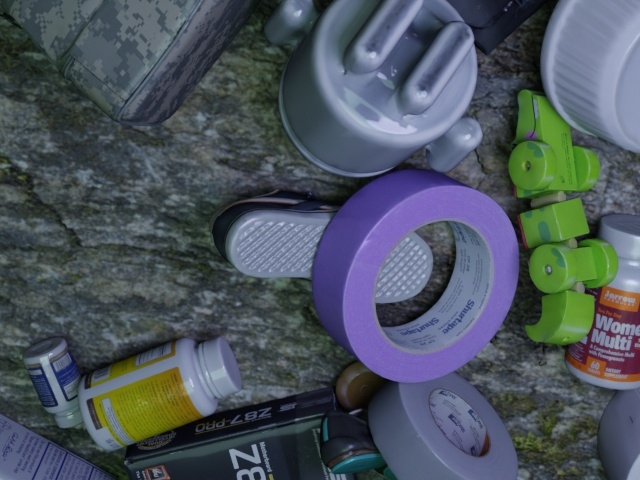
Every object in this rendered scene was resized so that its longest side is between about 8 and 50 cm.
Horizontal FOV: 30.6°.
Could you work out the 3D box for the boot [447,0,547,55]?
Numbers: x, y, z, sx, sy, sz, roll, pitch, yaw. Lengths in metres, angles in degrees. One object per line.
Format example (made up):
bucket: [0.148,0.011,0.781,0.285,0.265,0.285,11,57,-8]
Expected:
boot: [0.272,-0.455,1.346,0.445,0.146,0.367,-35,138,14]

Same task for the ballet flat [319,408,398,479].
ballet flat: [0.095,0.286,1.667,0.095,0.096,0.280,-33,149,23]

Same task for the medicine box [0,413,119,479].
medicine box: [-0.488,0.415,1.709,0.289,0.149,0.263,32,106,-10]

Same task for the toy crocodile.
toy crocodile: [0.306,-0.032,1.544,0.115,0.105,0.341,-6,85,-40]

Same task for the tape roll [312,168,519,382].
tape roll: [0.129,0.047,1.556,0.274,0.090,0.275,-10,112,-26]

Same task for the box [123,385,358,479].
box: [-0.085,0.441,1.748,0.318,0.097,0.395,-13,107,1]

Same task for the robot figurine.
robot figurine: [0.063,-0.189,1.421,0.300,0.353,0.200,40,74,-7]

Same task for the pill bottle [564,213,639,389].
pill bottle: [0.415,0.083,1.614,0.121,0.121,0.221,6,109,-2]

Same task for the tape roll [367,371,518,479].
tape roll: [0.171,0.272,1.622,0.219,0.219,0.072,37,118,-12]

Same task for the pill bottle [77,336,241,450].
pill bottle: [-0.225,0.211,1.657,0.215,0.117,0.117,-21,108,7]

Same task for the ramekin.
ramekin: [0.419,-0.230,1.450,0.272,0.127,0.273,-13,127,-18]

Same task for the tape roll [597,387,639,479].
tape roll: [0.534,0.319,1.670,0.246,0.169,0.246,0,110,-1]

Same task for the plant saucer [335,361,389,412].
plant saucer: [0.064,0.216,1.703,0.083,0.015,0.083,-4,105,-14]

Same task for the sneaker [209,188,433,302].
sneaker: [0.000,0.000,1.592,0.321,0.127,0.126,13,101,-31]

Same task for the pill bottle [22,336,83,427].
pill bottle: [-0.376,0.205,1.680,0.067,0.067,0.120,-17,108,5]

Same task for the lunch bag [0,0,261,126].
lunch bag: [-0.224,-0.327,1.425,0.256,0.212,0.305,40,102,5]
